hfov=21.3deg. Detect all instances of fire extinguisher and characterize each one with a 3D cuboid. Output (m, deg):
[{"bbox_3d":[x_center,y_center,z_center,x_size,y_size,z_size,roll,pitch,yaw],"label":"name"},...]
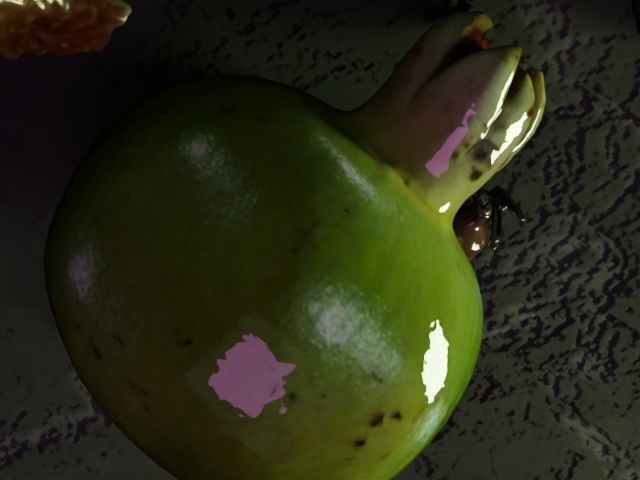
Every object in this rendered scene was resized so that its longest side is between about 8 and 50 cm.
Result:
[{"bbox_3d":[0.025,0.016,0.774,0.049,0.035,0.173,51,126,3],"label":"fire extinguisher"}]

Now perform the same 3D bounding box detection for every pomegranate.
[{"bbox_3d":[-0.013,0.001,0.663,0.179,0.179,0.210,14,116,-15],"label":"pomegranate"}]

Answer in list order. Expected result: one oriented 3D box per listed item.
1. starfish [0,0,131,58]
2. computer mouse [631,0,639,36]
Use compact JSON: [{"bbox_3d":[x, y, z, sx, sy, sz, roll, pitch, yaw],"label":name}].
[{"bbox_3d":[-0.292,-0.070,0.494,0.398,0.132,0.384,-34,134,-2],"label":"starfish"},{"bbox_3d":[0.172,-0.136,0.561,0.168,0.087,0.295,-15,138,11],"label":"computer mouse"}]
